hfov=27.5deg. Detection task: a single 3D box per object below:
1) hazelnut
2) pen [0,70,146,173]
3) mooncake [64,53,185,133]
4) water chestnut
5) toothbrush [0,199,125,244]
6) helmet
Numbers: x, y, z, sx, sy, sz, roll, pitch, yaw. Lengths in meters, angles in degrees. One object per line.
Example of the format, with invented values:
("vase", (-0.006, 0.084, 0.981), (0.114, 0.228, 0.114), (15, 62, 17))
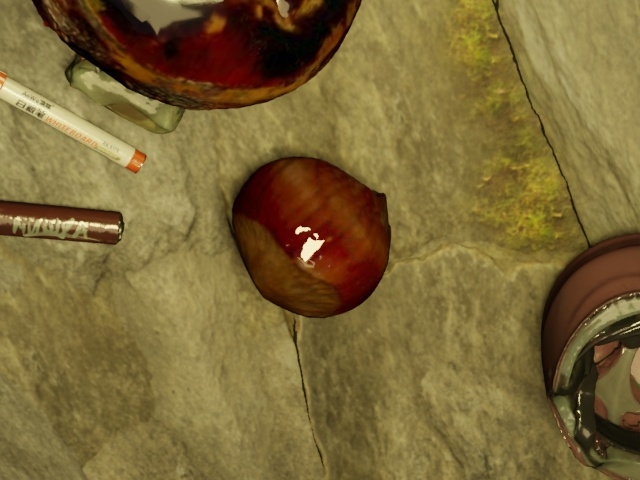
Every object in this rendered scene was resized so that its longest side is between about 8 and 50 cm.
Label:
("hazelnut", (-0.008, 0.002, 1.459), (0.170, 0.160, 0.201), (-3, 159, 7))
("pen", (-0.292, -0.138, 1.395), (0.239, 0.028, 0.028), (29, 112, -23))
("mooncake", (-0.182, -0.184, 1.355), (0.130, 0.073, 0.125), (31, 110, -22))
("water chestnut", (-0.100, -0.284, 1.152), (0.351, 0.302, 0.350), (-6, 103, -24))
("toothbrush", (-0.398, -0.029, 1.438), (0.364, 0.041, 0.040), (5, 120, -10))
("helmet", (0.394, 0.131, 1.554), (0.271, 0.197, 0.338), (-27, 128, 18))
